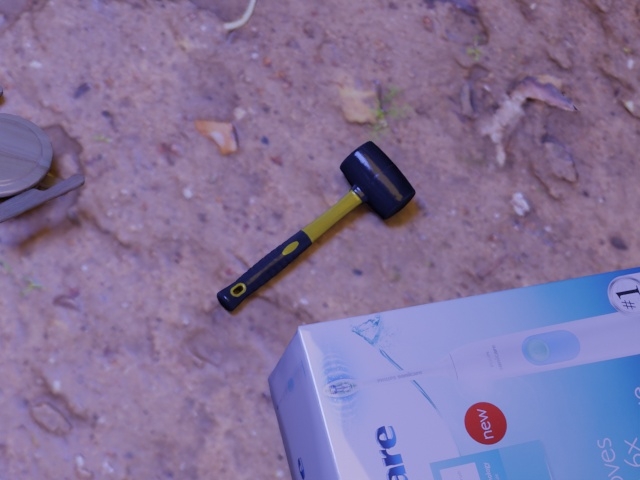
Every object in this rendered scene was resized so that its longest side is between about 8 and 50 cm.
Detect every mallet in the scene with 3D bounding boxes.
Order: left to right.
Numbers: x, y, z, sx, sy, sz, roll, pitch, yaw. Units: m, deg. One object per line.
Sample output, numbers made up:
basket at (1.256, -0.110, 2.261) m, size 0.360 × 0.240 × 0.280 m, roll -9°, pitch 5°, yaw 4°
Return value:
mallet at (0.000, 0.000, 1.102) m, size 0.062 × 0.039 × 0.189 m, roll 42°, pitch 68°, yaw 4°

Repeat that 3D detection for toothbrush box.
toothbrush box at (0.133, 0.156, 1.011) m, size 0.296 × 0.126 × 0.216 m, roll -8°, pitch 69°, yaw -16°

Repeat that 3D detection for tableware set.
tableware set at (-0.292, -0.035, 1.037) m, size 0.194 × 0.039 × 0.128 m, roll -29°, pitch 61°, yaw -30°
